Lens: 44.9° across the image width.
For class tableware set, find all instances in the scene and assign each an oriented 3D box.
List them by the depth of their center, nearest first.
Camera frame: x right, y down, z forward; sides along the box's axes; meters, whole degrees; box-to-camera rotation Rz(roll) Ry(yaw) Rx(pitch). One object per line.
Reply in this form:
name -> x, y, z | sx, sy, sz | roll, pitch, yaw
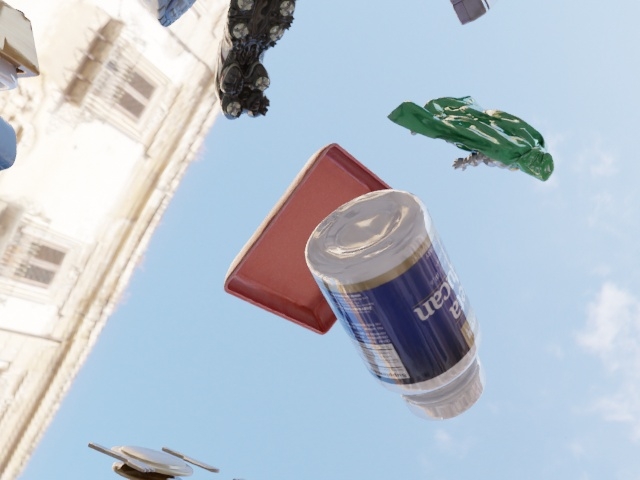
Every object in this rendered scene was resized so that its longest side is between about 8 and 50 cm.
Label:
tableware set -> -0.128, 0.247, 0.758 | 0.194, 0.128, 0.039 | 12, -99, 31

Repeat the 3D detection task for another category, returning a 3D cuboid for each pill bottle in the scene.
pill bottle -> 0.065, 0.054, 0.579 | 0.094, 0.169, 0.094 | -21, -149, 14

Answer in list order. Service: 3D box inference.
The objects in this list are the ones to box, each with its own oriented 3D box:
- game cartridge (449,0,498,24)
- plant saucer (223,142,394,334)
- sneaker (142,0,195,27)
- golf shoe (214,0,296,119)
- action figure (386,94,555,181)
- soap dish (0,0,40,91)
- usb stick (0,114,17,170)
game cartridge -> 0.239, -0.506, 1.328 | 0.068, 0.355, 0.230 | -27, -79, 29
plant saucer -> 0.000, 0.000, 1.167 | 0.259, 0.258, 0.047 | -52, -131, 6
sneaker -> -0.301, -0.477, 1.368 | 0.111, 0.297, 0.129 | -42, -99, 3
golf shoe -> -0.118, -0.326, 1.203 | 0.120, 0.105, 0.273 | 56, -45, 44
action figure -> 0.203, -0.125, 0.961 | 0.137, 0.064, 0.232 | -21, -147, -21
soap dish -> -0.563, -0.312, 1.057 | 0.228, 0.291, 0.118 | 3, -106, 29
usb stick -> -0.446, -0.158, 0.961 | 0.045, 0.278, 0.077 | 1, -103, 0
